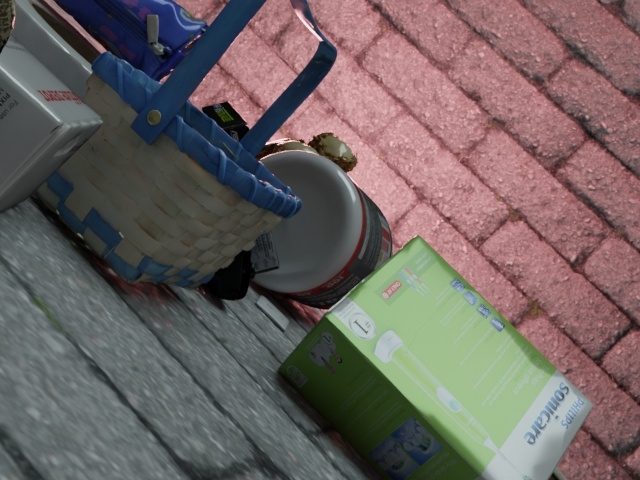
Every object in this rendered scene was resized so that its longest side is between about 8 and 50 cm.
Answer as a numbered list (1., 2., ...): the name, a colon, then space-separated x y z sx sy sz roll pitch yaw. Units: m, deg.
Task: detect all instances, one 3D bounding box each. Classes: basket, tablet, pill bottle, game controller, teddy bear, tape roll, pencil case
1. basket: -0.102 -0.101 0.893 0.201 0.289 0.255 45 2 13
2. tablet: -0.065 0.098 1.327 0.054 0.006 0.083 44 3 -1
3. pill bottle: 0.000 0.000 1.547 0.210 0.210 0.363 46 4 18
4. game controller: -0.146 -0.062 1.179 0.067 0.166 0.319 1 26 -27
5. teddy bear: -0.094 -0.114 1.689 0.245 0.338 0.113 -24 105 -64
6. tape roll: -0.310 -0.190 1.124 0.286 0.100 0.286 44 4 -4
7. pencil case: -0.277 -0.319 1.201 0.306 0.119 0.133 43 5 -15

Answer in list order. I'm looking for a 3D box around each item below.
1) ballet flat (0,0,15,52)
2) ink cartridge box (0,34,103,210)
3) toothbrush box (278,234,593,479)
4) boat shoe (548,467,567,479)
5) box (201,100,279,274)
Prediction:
1. ballet flat: -0.380 -0.217 0.446 0.483 0.164 0.182 38 26 -8
2. ink cartridge box: -0.284 -0.130 0.688 0.237 0.100 0.172 43 4 -9
3. toothbrush box: 0.131 0.163 1.080 0.283 0.122 0.206 43 43 7
4. boat shoe: 0.285 0.359 1.570 0.324 0.097 0.116 48 -37 -2
5. box: -0.104 -0.071 1.248 0.184 0.045 0.190 -124 -159 -71
